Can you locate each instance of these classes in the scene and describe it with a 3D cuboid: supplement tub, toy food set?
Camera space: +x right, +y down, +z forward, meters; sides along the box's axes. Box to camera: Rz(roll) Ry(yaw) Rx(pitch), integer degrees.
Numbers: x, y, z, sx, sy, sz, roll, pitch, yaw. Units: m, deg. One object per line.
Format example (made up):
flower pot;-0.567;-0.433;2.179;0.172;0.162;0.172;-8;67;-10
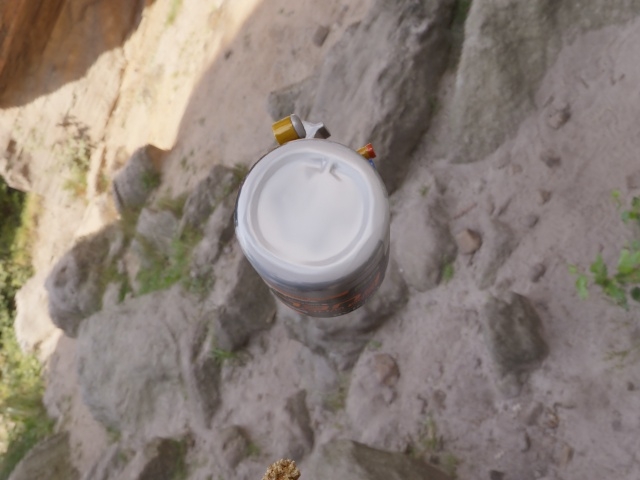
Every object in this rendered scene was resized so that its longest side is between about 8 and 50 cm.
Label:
supplement tub;0.000;0.000;0.653;0.190;0.116;0.117;69;-144;-75
toy food set;0.020;-0.126;1.189;0.104;0.232;0.111;-25;67;10

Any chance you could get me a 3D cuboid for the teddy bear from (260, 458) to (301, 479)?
teddy bear;0.003;0.392;0.977;0.113;0.338;0.245;-41;34;33
